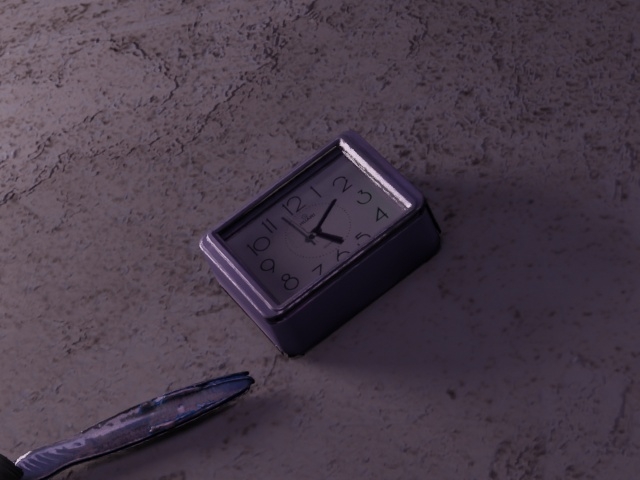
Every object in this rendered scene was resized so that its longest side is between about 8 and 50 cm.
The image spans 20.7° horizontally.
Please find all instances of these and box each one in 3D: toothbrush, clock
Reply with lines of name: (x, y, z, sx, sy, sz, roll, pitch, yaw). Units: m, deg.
toothbrush: (-0.253, 0.205, 1.630, 0.413, 0.042, 0.035, -22, 85, 3)
clock: (0.000, 0.000, 1.670, 0.193, 0.073, 0.144, -37, 50, -10)

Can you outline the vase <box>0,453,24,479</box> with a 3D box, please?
vase: (-0.349, 0.279, 1.558, 0.086, 0.086, 0.214, 23, 70, 34)
